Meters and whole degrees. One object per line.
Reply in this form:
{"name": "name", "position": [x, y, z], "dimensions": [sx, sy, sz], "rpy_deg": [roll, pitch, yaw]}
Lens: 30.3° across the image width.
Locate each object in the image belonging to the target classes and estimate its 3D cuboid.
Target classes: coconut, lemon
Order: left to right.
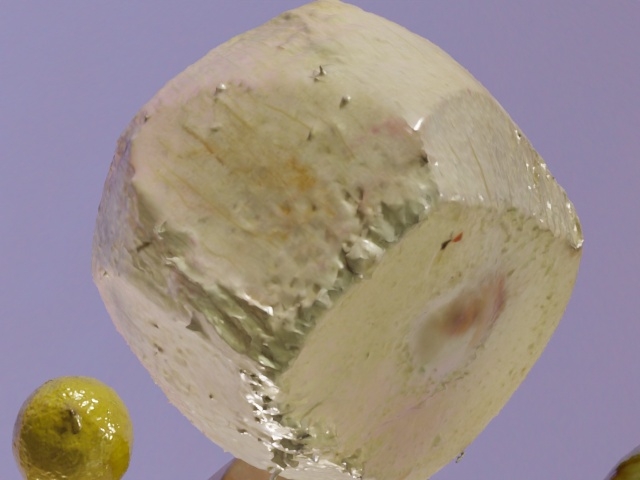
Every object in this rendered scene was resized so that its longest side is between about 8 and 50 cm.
{"name": "lemon", "position": [-0.221, 0.180, 1.057], "dimensions": [0.109, 0.109, 0.133], "rpy_deg": [13, -43, 3]}
{"name": "coconut", "position": [0.000, 0.000, 0.762], "dimensions": [0.254, 0.297, 0.297], "rpy_deg": [38, -69, 34]}

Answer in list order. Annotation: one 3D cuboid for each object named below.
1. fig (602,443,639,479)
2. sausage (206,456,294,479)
{"name": "fig", "position": [0.198, 0.209, 0.703], "dimensions": [0.151, 0.151, 0.259], "rpy_deg": [25, -32, -1]}
{"name": "sausage", "position": [-0.066, 0.274, 1.160], "dimensions": [0.123, 0.253, 0.123], "rpy_deg": [4, -108, -14]}
